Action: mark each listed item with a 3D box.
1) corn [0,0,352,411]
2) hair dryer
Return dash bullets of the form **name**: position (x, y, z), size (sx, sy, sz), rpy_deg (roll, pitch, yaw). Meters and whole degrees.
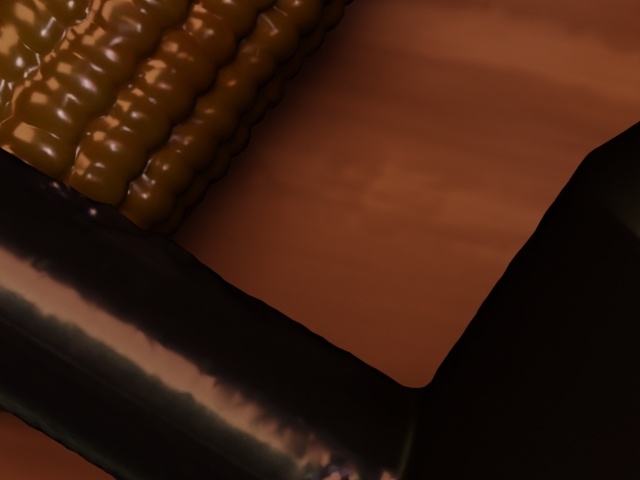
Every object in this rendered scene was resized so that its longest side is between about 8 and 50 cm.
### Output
- **corn**: position (-0.039, -0.103, 0.516), size (0.131, 0.131, 0.344), rpy_deg (32, 83, 17)
- **hair dryer**: position (0.000, 0.000, 0.407), size (0.302, 0.116, 0.244), rpy_deg (30, 104, -3)
